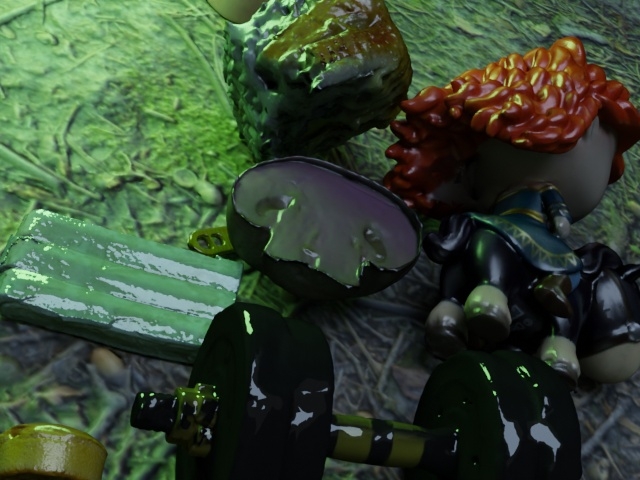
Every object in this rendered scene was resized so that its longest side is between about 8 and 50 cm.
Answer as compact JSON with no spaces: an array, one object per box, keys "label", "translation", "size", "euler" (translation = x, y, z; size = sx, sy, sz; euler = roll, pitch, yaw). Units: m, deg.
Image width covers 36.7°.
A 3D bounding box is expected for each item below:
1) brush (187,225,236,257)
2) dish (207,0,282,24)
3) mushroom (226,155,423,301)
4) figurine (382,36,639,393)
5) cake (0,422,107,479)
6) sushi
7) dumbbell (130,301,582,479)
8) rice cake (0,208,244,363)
[{"label":"brush","translation":[-0.039,-0.010,1.008],"size":[0.218,0.010,0.083],"euler":[-12,59,-34]},{"label":"dish","translation":[-0.055,-0.360,1.251],"size":[0.213,0.090,0.213],"euler":[14,47,-16]},{"label":"mushroom","translation":[0.000,0.000,0.933],"size":[0.188,0.117,0.141],"euler":[17,59,1]},{"label":"figurine","translation":[0.224,-0.025,1.027],"size":[0.306,0.241,0.412],"euler":[3,62,-20]},{"label":"cake","translation":[-0.201,0.166,0.714],"size":[0.084,0.084,0.044],"euler":[15,53,-16]},{"label":"sushi","translation":[-0.006,-0.171,0.998],"size":[0.184,0.274,0.139],"euler":[-25,78,-8]},{"label":"dumbbell","translation":[0.042,0.161,0.774],"size":[0.388,0.185,0.185],"euler":[12,47,-19]},{"label":"rice cake","translation":[-0.179,0.041,0.867],"size":[0.211,0.038,0.124],"euler":[20,45,-12]}]
